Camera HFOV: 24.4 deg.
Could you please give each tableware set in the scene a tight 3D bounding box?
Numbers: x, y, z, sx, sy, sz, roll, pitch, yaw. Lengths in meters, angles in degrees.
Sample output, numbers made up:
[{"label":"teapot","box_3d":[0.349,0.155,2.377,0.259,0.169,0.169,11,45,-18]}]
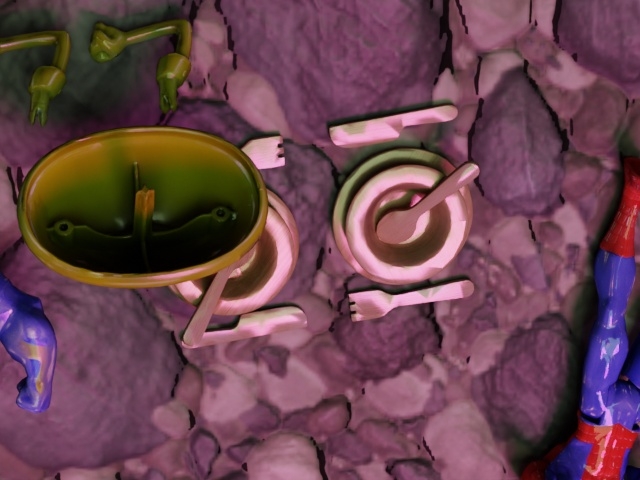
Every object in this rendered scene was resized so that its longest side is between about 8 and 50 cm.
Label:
[{"label":"tableware set","box_3d":[0.000,0.000,0.877,0.194,0.039,0.128,-11,111,-7]}]

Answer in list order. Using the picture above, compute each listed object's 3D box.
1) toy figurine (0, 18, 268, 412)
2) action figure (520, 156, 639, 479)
[{"label":"toy figurine","box_3d":[-0.224,0.025,0.821,0.363,0.191,0.217,-9,141,-15]},{"label":"action figure","box_3d":[0.194,0.105,0.906,0.091,0.139,0.280,10,110,-13]}]
